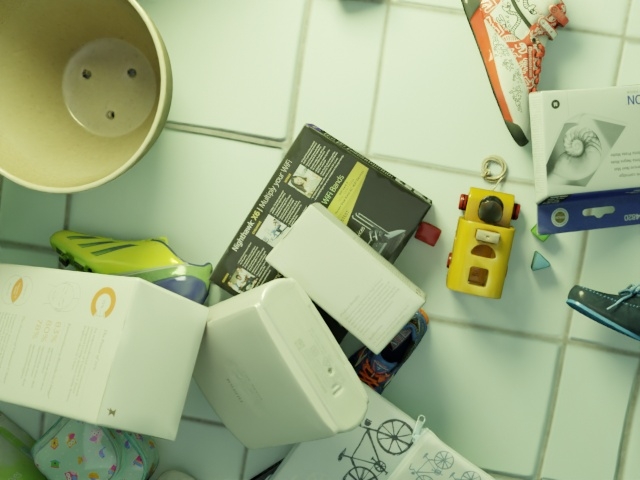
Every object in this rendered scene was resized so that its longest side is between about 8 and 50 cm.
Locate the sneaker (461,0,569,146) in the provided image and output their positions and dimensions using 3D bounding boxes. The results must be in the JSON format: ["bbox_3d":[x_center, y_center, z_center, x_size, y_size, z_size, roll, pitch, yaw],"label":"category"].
[{"bbox_3d":[0.324,-0.293,1.445,0.145,0.090,0.270,-19,91,12],"label":"sneaker"}]

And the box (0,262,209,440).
[{"bbox_3d":[-0.375,0.169,1.453,0.345,0.168,0.215,4,74,36],"label":"box"}]

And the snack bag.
[{"bbox_3d":[0.090,0.421,1.521,0.342,0.037,0.323,37,108,9],"label":"snack bag"}]

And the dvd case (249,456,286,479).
[{"bbox_3d":[0.007,0.474,1.609,0.179,0.029,0.238,-34,92,10],"label":"dvd case"}]

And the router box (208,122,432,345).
[{"bbox_3d":[0.000,0.000,1.527,0.243,0.081,0.309,34,100,2],"label":"router box"}]

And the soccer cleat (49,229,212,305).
[{"bbox_3d":[-0.319,0.036,1.585,0.289,0.093,0.121,22,69,9],"label":"soccer cleat"}]

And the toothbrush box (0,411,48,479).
[{"bbox_3d":[-0.576,0.404,1.588,0.283,0.206,0.122,38,100,2],"label":"toothbrush box"}]

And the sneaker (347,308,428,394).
[{"bbox_3d":[0.094,0.201,1.536,0.083,0.087,0.221,34,100,3],"label":"sneaker"}]

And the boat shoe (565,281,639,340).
[{"bbox_3d":[0.514,0.115,1.476,0.258,0.109,0.089,22,92,-12],"label":"boat shoe"}]

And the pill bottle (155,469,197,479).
[{"bbox_3d":[-0.291,0.519,1.601,0.131,0.131,0.229,41,100,1],"label":"pill bottle"}]

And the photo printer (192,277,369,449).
[{"bbox_3d":[-0.094,0.206,1.483,0.307,0.107,0.256,-23,100,51],"label":"photo printer"}]

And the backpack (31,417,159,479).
[{"bbox_3d":[-0.380,0.370,1.593,0.188,0.144,0.166,45,95,-3],"label":"backpack"}]

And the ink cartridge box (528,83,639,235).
[{"bbox_3d":[0.436,-0.126,1.437,0.223,0.045,0.224,-7,97,-13],"label":"ink cartridge box"}]

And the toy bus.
[{"bbox_3d":[0.262,-0.006,1.480,0.191,0.104,0.202,-35,92,10],"label":"toy bus"}]

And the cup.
[{"bbox_3d":[-0.370,-0.248,1.468,0.331,0.237,0.331,1,98,7],"label":"cup"}]

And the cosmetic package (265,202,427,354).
[{"bbox_3d":[0.041,0.057,1.446,0.231,0.085,0.117,42,100,2],"label":"cosmetic package"}]
